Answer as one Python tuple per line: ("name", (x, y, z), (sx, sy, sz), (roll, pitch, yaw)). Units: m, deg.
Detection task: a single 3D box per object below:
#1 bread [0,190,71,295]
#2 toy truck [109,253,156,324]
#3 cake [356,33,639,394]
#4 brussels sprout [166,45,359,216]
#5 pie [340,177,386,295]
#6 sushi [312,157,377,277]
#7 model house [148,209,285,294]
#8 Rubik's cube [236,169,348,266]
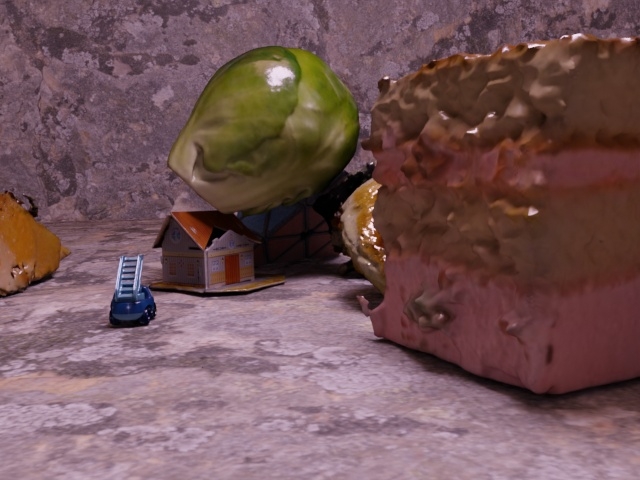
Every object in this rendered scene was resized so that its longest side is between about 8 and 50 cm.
("bread", (-0.627, -0.039, 1.196), (0.248, 0.279, 0.315), (-8, 18, 4))
("toy truck", (-0.253, 0.065, 0.898), (0.056, 0.090, 0.073), (-1, 6, -4))
("cake", (0.233, -0.030, 0.700), (0.292, 0.307, 0.314), (-2, 6, -22))
("brussels sprout", (-0.100, -0.192, 1.206), (0.354, 0.282, 0.289), (-41, 30, -14))
("pie", (0.178, -0.009, 0.987), (0.314, 0.093, 0.315), (4, 41, -4))
("sushi", (0.127, -0.043, 1.229), (0.224, 0.219, 0.238), (-27, -14, -24))
("model house", (-0.174, 0.011, 1.178), (0.207, 0.136, 0.219), (1, 6, 35))
("Rubik's cube", (-0.058, -0.062, 1.420), (0.233, 0.229, 0.228), (7, 14, 3))
